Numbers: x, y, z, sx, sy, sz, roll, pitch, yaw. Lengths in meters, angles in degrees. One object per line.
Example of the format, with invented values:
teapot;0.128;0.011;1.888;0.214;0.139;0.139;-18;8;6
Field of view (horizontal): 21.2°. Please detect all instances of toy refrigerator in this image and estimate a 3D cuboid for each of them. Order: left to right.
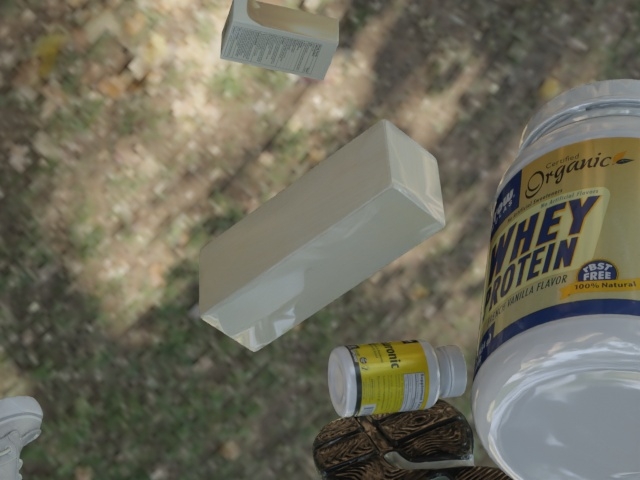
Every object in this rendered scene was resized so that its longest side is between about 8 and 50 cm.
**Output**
toy refrigerator;0.000;0.000;1.777;0.269;0.102;0.094;-35;128;28

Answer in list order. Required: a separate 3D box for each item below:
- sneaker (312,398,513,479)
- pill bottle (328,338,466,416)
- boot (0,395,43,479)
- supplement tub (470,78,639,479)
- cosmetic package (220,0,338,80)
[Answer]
sneaker;0.129;0.333;1.725;0.169;0.447;0.257;-21;109;-15
pill bottle;0.070;0.123;1.545;0.116;0.065;0.065;-4;123;-17
boot;-0.323;0.231;1.637;0.095;0.123;0.258;-37;171;20
supplement tub;0.250;0.040;1.432;0.228;0.316;0.228;6;138;6
cosmetic package;-0.043;-0.211;1.786;0.115;0.041;0.060;12;139;-13
